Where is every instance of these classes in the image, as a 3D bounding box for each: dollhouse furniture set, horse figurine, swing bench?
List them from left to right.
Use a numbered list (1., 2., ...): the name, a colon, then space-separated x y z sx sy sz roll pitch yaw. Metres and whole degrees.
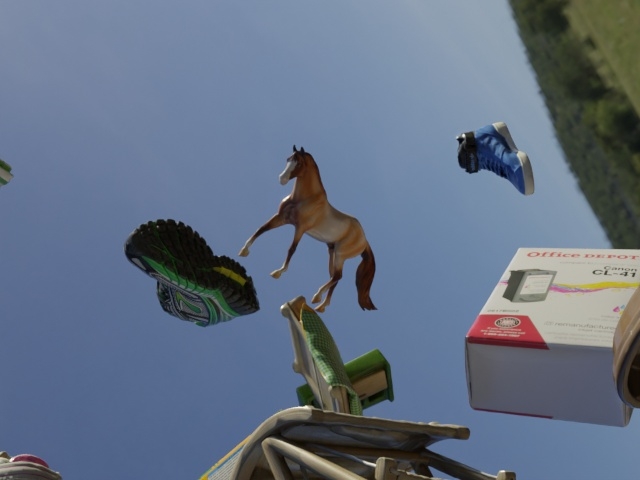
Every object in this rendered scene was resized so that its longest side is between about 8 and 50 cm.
1. horse figurine: 0.000 0.000 1.640 0.263 0.174 0.066 37 167 -32
2. dollhouse furniture set: 0.059 0.219 1.668 0.301 0.151 0.197 80 162 -44
3. swing bench: 0.080 0.285 1.228 0.253 0.165 0.254 13 -161 -40

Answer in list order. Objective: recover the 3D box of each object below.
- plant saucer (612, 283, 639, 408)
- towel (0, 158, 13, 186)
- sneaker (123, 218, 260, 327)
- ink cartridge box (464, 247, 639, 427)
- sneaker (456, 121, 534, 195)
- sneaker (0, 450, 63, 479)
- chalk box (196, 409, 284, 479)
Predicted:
1. plant saucer: 0.355 0.037 0.956 0.041 0.278 0.278 52 -170 33
2. towel: -0.693 -0.082 1.785 0.248 0.325 0.038 40 -156 -45
3. sneaker: -0.243 0.080 1.972 0.343 0.146 0.134 43 -157 -54
4. ink cartridge box: 0.361 0.129 1.628 0.306 0.226 0.131 -49 -46 -55
5. sneaker: 0.235 -0.105 1.535 0.152 0.084 0.058 -108 6 -47
6. sneaker: -0.301 0.268 1.093 0.103 0.111 0.252 25 171 -31
7. chalk box: -0.005 0.403 1.529 0.289 0.180 0.179 42 -168 -35
